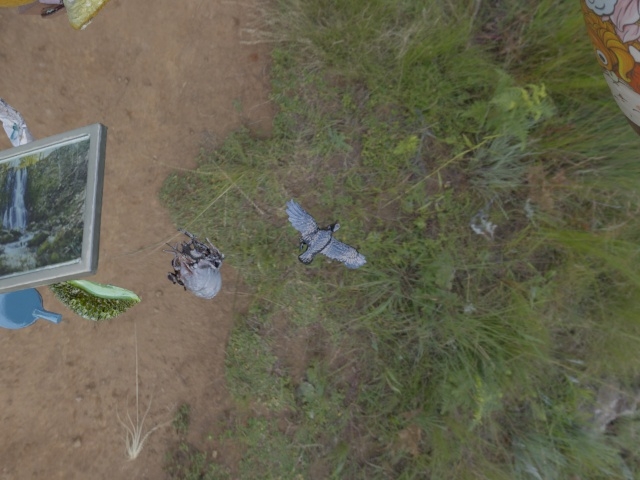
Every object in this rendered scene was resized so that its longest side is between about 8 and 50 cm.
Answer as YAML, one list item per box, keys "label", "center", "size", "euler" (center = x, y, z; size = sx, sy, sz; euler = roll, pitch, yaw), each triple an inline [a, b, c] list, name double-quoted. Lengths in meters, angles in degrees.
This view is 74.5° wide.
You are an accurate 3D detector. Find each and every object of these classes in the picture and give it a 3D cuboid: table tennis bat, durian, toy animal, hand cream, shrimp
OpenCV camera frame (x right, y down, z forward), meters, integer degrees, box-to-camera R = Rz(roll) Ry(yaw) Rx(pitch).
- label: "table tennis bat"
  center: [-0.625, 0.142, 0.887]
  size: [0.155, 0.019, 0.100]
  euler: [18, 82, -3]
- label: "durian"
  center: [-0.595, 0.156, 1.081]
  size: [0.220, 0.137, 0.095]
  euler: [33, 51, -38]
- label: "toy animal"
  center: [0.000, 0.000, 0.841]
  size: [0.220, 0.108, 0.062]
  euler: [40, 35, -28]
- label: "hand cream"
  center: [-0.767, -0.300, 1.007]
  size: [0.084, 0.257, 0.050]
  euler: [4, 59, 8]
- label: "shrimp"
  center: [-0.304, 0.049, 1.035]
  size: [0.116, 0.343, 0.145]
  euler: [6, 69, 0]

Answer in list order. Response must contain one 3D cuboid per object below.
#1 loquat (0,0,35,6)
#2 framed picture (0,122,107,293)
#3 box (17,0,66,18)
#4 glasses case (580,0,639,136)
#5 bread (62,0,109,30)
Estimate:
- label: "loquat"
  center: [-0.632, -0.555, 0.763]
  size: [0.274, 0.275, 0.275]
  euler: [1, 88, -27]
- label: "framed picture"
  center: [-0.465, -0.036, 0.627]
  size: [0.324, 0.020, 0.241]
  euler: [-10, 70, 13]
- label: "box"
  center: [-0.700, -0.676, 1.032]
  size: [0.086, 0.215, 0.215]
  euler: [-23, 119, -41]
- label: "glasses case"
  center: [0.358, -0.183, 0.436]
  size: [0.082, 0.122, 0.321]
  euler: [-42, 127, 18]
- label: "bread"
  center: [-0.251, -0.319, 0.485]
  size: [0.127, 0.147, 0.152]
  euler: [12, 102, -29]
